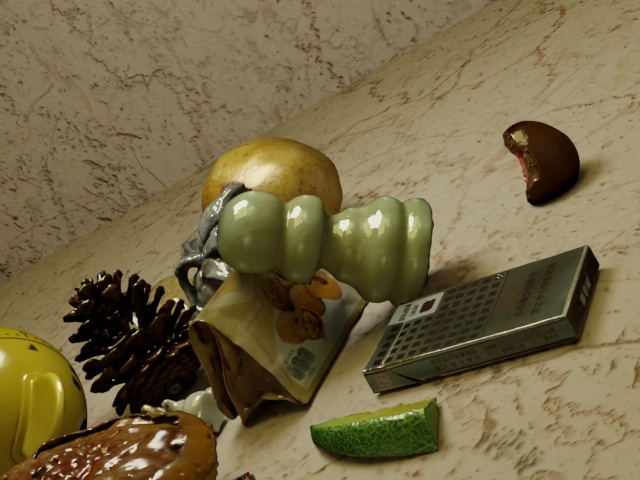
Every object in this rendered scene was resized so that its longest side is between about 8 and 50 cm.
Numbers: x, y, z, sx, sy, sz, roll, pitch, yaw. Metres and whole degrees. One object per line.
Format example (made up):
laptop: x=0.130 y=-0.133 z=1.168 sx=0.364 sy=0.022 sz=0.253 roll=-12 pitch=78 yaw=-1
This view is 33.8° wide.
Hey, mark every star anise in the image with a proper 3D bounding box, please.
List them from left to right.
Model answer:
star anise: x=-0.188 y=0.047 z=2.000 sx=0.139 sy=0.315 sz=0.359 roll=3 pitch=7 yaw=-31

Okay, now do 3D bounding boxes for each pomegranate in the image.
pomegranate: x=-0.105 y=-0.089 z=2.216 sx=0.307 sy=0.307 sz=0.307 roll=-30 pitch=18 yaw=10

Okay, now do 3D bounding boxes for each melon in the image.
melon: x=0.065 y=0.244 z=1.416 sx=0.262 sy=0.053 sz=0.114 roll=-14 pitch=18 yaw=45

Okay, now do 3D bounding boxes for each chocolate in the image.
chocolate: x=0.366 y=-0.141 z=1.785 sx=0.127 sy=0.133 sz=0.124 roll=-43 pitch=23 yaw=-20

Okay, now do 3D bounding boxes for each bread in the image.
bread: x=-0.281 y=0.367 z=1.391 sx=0.337 sy=0.204 sz=0.358 roll=-28 pitch=13 yaw=-18

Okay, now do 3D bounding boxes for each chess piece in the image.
chess piece: x=0.000 y=0.000 z=1.685 sx=0.330 sy=0.182 sz=0.182 roll=8 pitch=17 yaw=-7

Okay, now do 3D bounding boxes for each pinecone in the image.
pinecone: x=-0.348 y=0.173 z=1.935 sx=0.246 sy=0.292 sz=0.246 roll=-44 pitch=-15 yaw=-16

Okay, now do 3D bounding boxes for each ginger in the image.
ginger: x=-0.289 y=0.148 z=2.160 sx=0.138 sy=0.152 sz=0.267 roll=7 pitch=2 yaw=-16

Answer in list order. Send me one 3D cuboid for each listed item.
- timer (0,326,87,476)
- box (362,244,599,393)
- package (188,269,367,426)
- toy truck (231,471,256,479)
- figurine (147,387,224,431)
timer: x=-0.560 y=0.341 z=1.836 sx=0.376 sy=0.376 sz=0.387 roll=-37 pitch=40 yaw=-13
box: x=0.224 y=0.113 z=1.488 sx=0.325 sy=0.047 sz=0.180 roll=-21 pitch=21 yaw=34
package: x=-0.090 y=0.151 z=1.752 sx=0.165 sy=0.221 sz=0.311 roll=-46 pitch=6 yaw=36
toy truck: x=-0.131 y=0.356 z=1.496 sx=0.083 sy=0.024 sz=0.032 roll=-30 pitch=-5 yaw=3
figurine: x=-0.237 y=0.300 z=1.738 sx=0.146 sy=0.081 sz=0.098 roll=-23 pitch=20 yaw=28
